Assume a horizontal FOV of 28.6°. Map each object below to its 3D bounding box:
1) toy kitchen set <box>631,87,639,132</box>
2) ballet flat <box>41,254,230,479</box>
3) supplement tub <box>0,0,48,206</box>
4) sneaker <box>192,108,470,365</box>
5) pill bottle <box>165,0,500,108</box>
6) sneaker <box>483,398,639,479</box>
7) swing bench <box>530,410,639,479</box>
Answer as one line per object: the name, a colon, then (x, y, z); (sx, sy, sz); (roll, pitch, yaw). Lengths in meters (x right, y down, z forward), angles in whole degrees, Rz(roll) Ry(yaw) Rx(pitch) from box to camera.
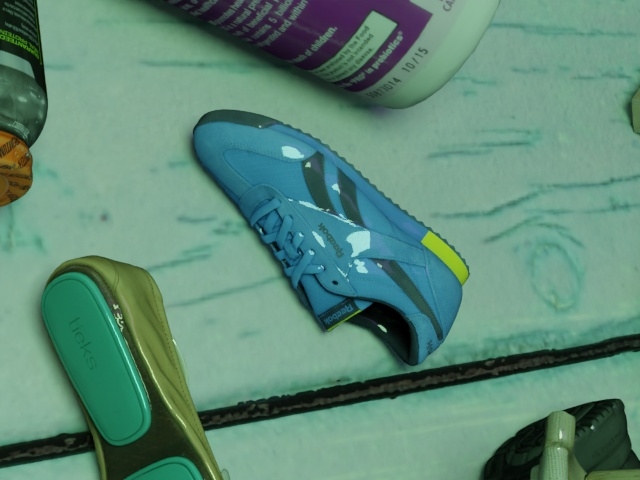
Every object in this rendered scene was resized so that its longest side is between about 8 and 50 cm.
toy kitchen set: (0.305, -0.101, 1.010); (0.075, 0.083, 0.068); (-50, 141, -34)
ballet flat: (-0.084, 0.115, 0.695); (0.073, 0.080, 0.232); (-4, 73, -62)
supplement tub: (-0.211, -0.116, 0.682); (0.117, 0.117, 0.190); (1, 70, -30)
sneaker: (0.000, 0.000, 0.789); (0.209, 0.069, 0.082); (37, 61, -13)
pill bottle: (-0.039, -0.215, 0.790); (0.301, 0.169, 0.169); (23, 61, -21)
sneaker: (0.120, 0.209, 0.757); (0.286, 0.109, 0.130); (-31, 92, -34)
swing bench: (0.229, 0.241, 0.635); (0.254, 0.165, 0.253); (2, 57, 17)
